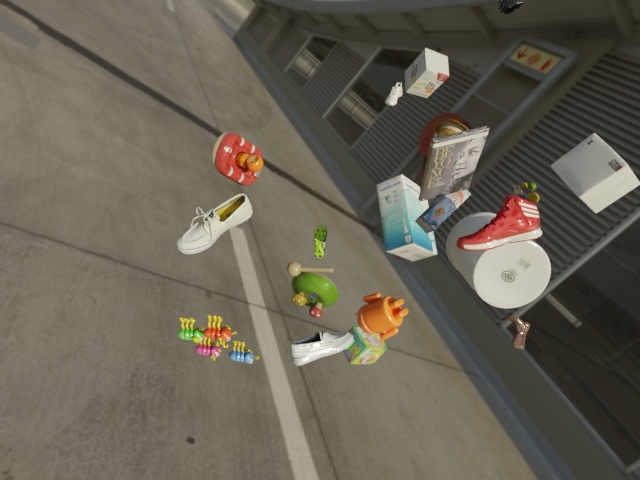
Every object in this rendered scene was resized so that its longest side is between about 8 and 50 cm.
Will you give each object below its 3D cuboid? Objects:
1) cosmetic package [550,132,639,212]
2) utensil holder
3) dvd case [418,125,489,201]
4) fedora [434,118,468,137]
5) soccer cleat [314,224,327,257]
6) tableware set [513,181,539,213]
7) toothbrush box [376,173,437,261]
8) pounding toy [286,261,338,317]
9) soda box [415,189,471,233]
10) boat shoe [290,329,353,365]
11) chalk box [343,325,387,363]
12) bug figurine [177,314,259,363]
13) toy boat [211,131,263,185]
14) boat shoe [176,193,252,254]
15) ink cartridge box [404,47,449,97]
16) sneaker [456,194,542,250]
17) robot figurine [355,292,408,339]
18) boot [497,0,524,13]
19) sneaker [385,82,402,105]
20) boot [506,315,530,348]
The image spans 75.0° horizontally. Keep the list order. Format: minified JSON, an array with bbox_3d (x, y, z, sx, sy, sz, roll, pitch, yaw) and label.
[{"bbox_3d":[0.861,-0.206,1.307,0.184,0.151,0.151,18,40,-40],"label":"cosmetic package"},{"bbox_3d":[0.758,0.079,1.820,0.328,0.327,0.385,39,16,-9],"label":"utensil holder"},{"bbox_3d":[0.370,-0.210,1.174,0.221,0.165,0.018,88,-17,-50],"label":"dvd case"},{"bbox_3d":[0.566,-0.436,1.801,0.194,0.079,0.194,36,-12,9],"label":"fedora"},{"bbox_3d":[0.000,0.000,2.018,0.060,0.178,0.072,11,28,8],"label":"soccer cleat"},{"bbox_3d":[0.857,-0.170,1.712,0.104,0.024,0.154,10,-52,63],"label":"tableware set"},{"bbox_3d":[0.348,-0.086,1.679,0.217,0.126,0.295,18,60,-48],"label":"toothbrush box"},{"bbox_3d":[-0.039,0.192,1.484,0.183,0.236,0.110,11,49,17],"label":"pounding toy"},{"bbox_3d":[0.386,-0.104,1.313,0.058,0.183,0.063,48,-16,-1],"label":"soda box"},{"bbox_3d":[0.008,0.326,1.339,0.227,0.083,0.075,-16,98,-33],"label":"boat shoe"},{"bbox_3d":[0.189,0.505,2.006,0.213,0.132,0.132,13,33,-41],"label":"chalk box"},{"bbox_3d":[-0.328,0.326,1.322,0.279,0.217,0.072,68,31,-51],"label":"bug figurine"},{"bbox_3d":[-0.265,-0.278,1.455,0.151,0.150,0.231,17,-4,31],"label":"toy boat"},{"bbox_3d":[-0.456,-0.087,1.771,0.135,0.367,0.156,49,-19,25],"label":"boat shoe"},{"bbox_3d":[0.505,-0.796,1.997,0.128,0.176,0.127,8,71,-20],"label":"ink cartridge box"},{"bbox_3d":[0.464,-0.052,1.106,0.087,0.222,0.127,-104,-179,-77],"label":"sneaker"},{"bbox_3d":[0.237,0.301,1.659,0.158,0.220,0.128,44,38,-24],"label":"robot figurine"},{"bbox_3d":[0.643,-0.818,1.383,0.099,0.121,0.045,70,14,17],"label":"boot"},{"bbox_3d":[0.331,-0.663,1.887,0.054,0.061,0.152,17,51,18],"label":"sneaker"},{"bbox_3d":[0.788,0.373,1.688,0.107,0.114,0.037,24,-14,3],"label":"boot"}]
